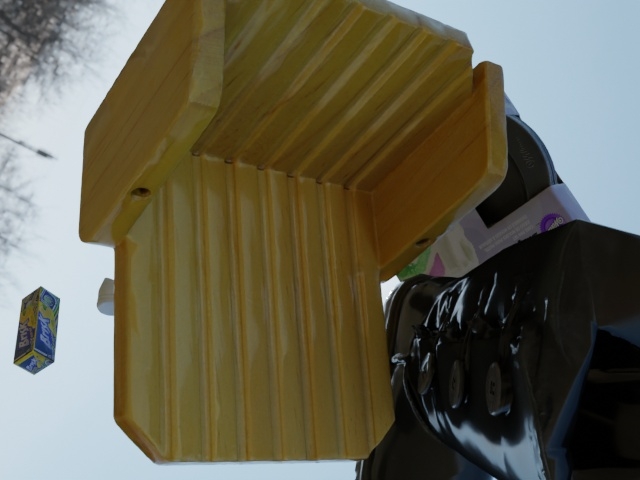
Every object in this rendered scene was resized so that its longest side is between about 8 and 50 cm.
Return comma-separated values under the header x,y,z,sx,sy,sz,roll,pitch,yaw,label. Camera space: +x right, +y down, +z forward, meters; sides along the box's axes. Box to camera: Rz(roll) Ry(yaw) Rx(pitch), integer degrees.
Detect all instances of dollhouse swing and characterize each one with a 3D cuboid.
x,y,z,sx,sy,sz,roll,pitch,yaw,label
0.000,0.000,0.744,0.315,0.347,0.305,-44,-131,39,dollhouse swing

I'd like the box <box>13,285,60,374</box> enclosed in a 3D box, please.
x,y,z,sx,sy,sz,roll,pitch,yaw,label
-0.551,0.174,1.634,0.059,0.054,0.169,-32,-138,18,box

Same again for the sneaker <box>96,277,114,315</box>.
x,y,z,sx,sy,sz,roll,pitch,yaw,label
-0.371,0.114,1.813,0.080,0.212,0.094,111,-19,-48,sneaker

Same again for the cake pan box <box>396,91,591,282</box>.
x,y,z,sx,sy,sz,roll,pitch,yaw,label
0.189,-0.050,1.111,0.267,0.070,0.246,-37,-102,32,cake pan box

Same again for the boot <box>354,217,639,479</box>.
x,y,z,sx,sy,sz,roll,pitch,yaw,label
0.157,0.191,0.736,0.445,0.146,0.367,154,-65,-75,boot
